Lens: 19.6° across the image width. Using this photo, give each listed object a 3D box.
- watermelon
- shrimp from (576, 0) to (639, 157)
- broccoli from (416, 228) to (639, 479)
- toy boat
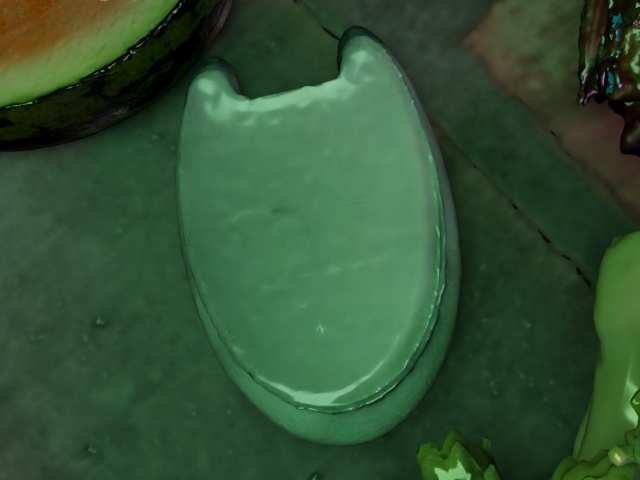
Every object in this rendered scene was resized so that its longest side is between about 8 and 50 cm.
[{"bbox_3d":[-0.145,-0.109,0.923,0.245,0.063,0.119,-17,77,9],"label":"watermelon"},{"bbox_3d":[0.243,-0.153,0.881,0.222,0.054,0.290,23,83,9],"label":"shrimp"},{"bbox_3d":[0.173,0.134,0.790,0.293,0.348,0.280,10,75,-34],"label":"broccoli"},{"bbox_3d":[0.000,0.000,0.908,0.134,0.079,0.207,-13,74,-1],"label":"toy boat"}]
